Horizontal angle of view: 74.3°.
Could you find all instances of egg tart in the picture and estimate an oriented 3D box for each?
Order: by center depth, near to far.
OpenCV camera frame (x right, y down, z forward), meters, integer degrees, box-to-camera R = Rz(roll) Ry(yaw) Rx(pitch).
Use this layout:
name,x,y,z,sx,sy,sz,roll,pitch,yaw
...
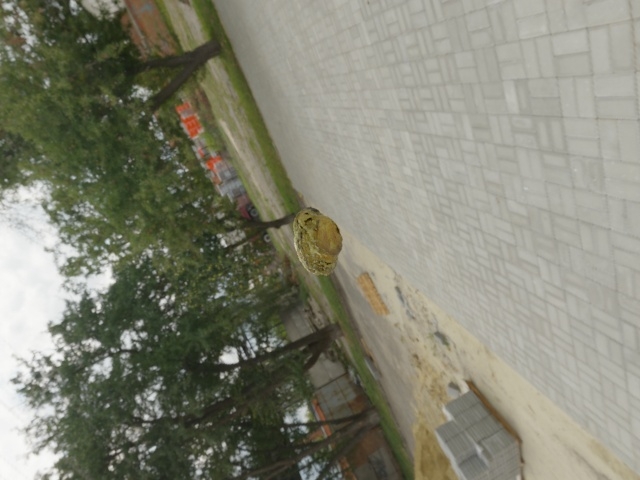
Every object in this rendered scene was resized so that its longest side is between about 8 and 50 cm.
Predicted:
name,x,y,z,sx,sy,sz,roll,pitch,yaw
egg tart,0.000,0.000,0.766,0.130,0.052,0.131,25,-123,-46
